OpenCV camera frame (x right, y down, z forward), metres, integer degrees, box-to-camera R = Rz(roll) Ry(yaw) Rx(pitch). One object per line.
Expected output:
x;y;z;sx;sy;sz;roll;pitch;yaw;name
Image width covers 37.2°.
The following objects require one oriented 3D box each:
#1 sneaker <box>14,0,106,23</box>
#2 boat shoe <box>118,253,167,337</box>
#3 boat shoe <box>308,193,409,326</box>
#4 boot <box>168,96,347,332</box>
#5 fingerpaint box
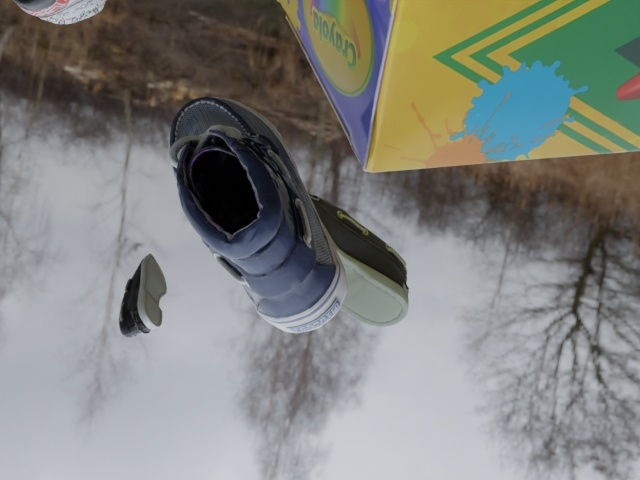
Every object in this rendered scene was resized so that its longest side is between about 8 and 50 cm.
-0.274;-0.379;1.226;0.090;0.270;0.145;54;180;0;sneaker
-0.188;0.058;1.001;0.038;0.046;0.125;-27;-148;10;boat shoe
0.000;0.000;0.958;0.227;0.069;0.081;39;128;-24;boat shoe
-0.049;-0.040;0.508;0.190;0.069;0.086;53;179;42;boot
0.142;-0.255;0.674;0.371;0.163;0.445;-5;-137;-17;fingerpaint box
